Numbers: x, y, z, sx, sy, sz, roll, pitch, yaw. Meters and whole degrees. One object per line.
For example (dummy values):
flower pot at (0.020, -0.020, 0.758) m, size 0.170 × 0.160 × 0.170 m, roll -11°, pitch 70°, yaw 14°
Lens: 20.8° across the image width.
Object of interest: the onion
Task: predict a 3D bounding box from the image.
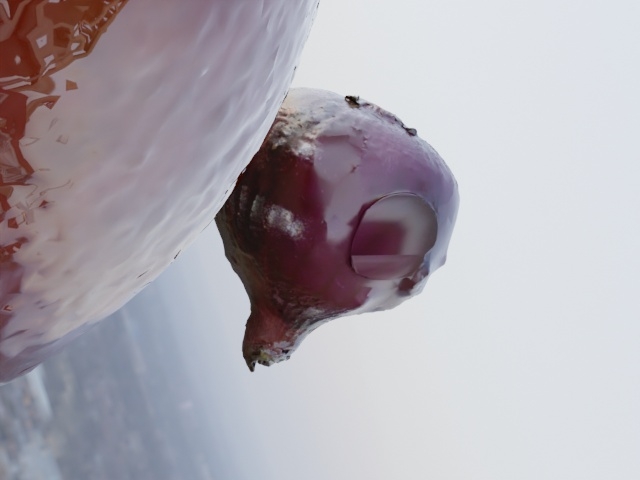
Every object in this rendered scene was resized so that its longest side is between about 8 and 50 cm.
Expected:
onion at (0.009, 0.003, 1.155) m, size 0.135 × 0.173 × 0.198 m, roll 18°, pitch -88°, yaw 52°

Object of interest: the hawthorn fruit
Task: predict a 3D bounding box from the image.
hawthorn fruit at (-0.124, -0.102, 0.440) m, size 0.295 × 0.295 × 0.311 m, roll -121°, pitch -172°, yaw -65°
